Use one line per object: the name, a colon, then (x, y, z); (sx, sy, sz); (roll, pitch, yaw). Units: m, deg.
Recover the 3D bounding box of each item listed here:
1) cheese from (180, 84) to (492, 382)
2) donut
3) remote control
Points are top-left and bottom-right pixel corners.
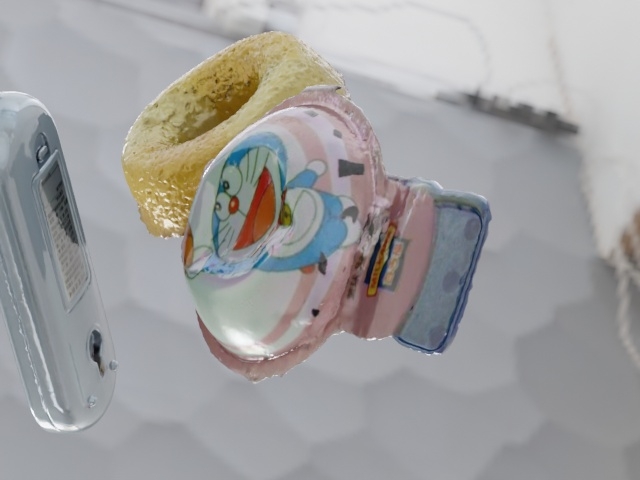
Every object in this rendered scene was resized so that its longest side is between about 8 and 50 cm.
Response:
cheese: (0.000, 0.000, 1.197); (0.286, 0.074, 0.189); (16, 89, 53)
donut: (-0.067, -0.080, 1.415); (0.178, 0.065, 0.162); (-34, 26, 3)
remote control: (-0.178, 0.017, 1.294); (0.087, 0.047, 0.244); (-69, -28, -57)
